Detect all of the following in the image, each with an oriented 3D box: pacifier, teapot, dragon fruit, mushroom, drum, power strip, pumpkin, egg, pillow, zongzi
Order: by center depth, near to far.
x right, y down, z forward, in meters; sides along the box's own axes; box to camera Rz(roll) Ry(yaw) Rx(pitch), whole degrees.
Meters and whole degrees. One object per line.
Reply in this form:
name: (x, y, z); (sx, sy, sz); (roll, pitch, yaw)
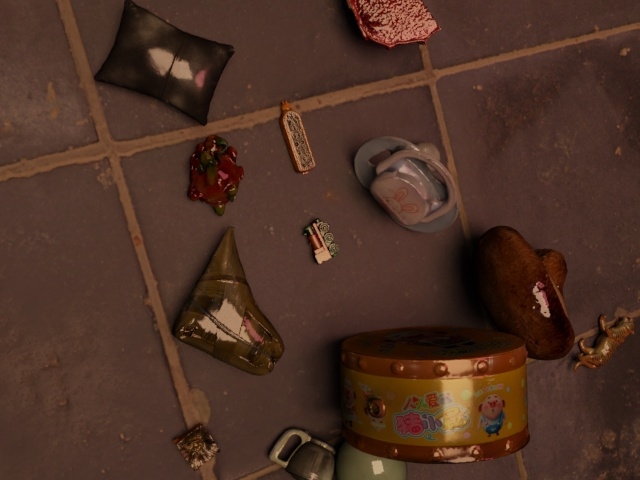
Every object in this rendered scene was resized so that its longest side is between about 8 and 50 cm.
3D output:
pillow: (-0.325, -0.373, 1.375); (0.250, 0.106, 0.186); (20, 92, -18)
dragon fruit: (-0.237, -0.153, 1.422); (0.142, 0.175, 0.138); (43, 65, 15)
drum: (0.246, 0.325, 1.446); (0.431, 0.431, 0.214); (-2, 91, -20)
zongzi: (-0.162, 0.140, 1.449); (0.251, 0.125, 0.274); (30, 76, -18)
pumpkin: (-0.275, 0.458, 1.455); (0.074, 0.054, 0.083); (-35, 98, -20)
power strip: (-0.058, -0.241, 1.517); (0.049, 0.028, 0.178); (-21, 98, -17)
dragon fruit: (0.134, -0.542, 1.532); (0.161, 0.126, 0.274); (-40, 95, -4)
egg: (0.120, 0.544, 1.533); (0.168, 0.168, 0.230); (-18, 121, -18)
teapot: (-0.030, 0.512, 1.535); (0.108, 0.149, 0.111); (-62, 148, -23)
pacifier: (0.226, -0.161, 1.548); (0.287, 0.238, 0.226); (43, 50, -14)
mushroom: (0.494, 0.136, 1.592); (0.345, 0.345, 0.239); (31, 114, -18)

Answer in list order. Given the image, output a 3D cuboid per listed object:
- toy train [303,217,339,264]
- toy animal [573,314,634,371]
toy train: (0.000, 0.000, 1.542); (0.064, 0.044, 0.103); (-26, 101, -6)
toy animal: (0.795, 0.290, 1.830); (0.241, 0.057, 0.099); (-46, 106, -13)
